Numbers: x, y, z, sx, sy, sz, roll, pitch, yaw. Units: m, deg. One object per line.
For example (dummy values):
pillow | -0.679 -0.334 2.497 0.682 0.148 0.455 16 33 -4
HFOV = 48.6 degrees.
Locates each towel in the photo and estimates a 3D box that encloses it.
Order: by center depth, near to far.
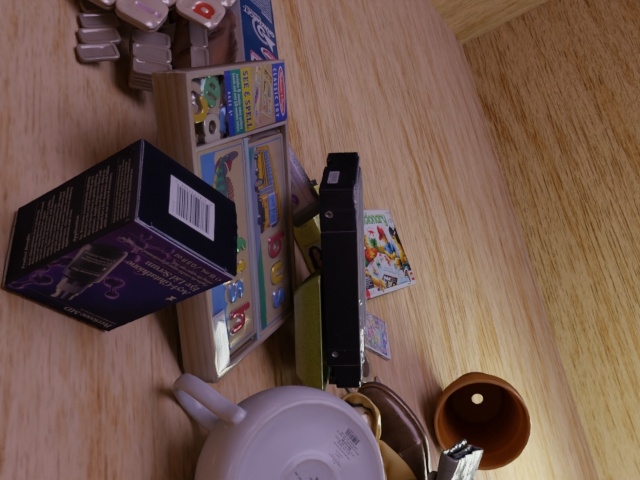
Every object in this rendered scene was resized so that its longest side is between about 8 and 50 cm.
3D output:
towel | 0.167 0.467 1.099 0.324 0.056 0.312 -70 157 -6

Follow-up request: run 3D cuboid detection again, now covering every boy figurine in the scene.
boy figurine | 0.066 0.368 1.077 0.092 0.177 0.285 81 9 -55

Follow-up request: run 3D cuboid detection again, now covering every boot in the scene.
boot | 0.129 0.402 1.252 0.115 0.112 0.305 -23 92 -54

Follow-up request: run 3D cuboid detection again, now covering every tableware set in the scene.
tableware set | 0.103 0.280 1.364 0.194 0.039 0.128 60 27 -13

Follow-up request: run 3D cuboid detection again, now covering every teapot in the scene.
teapot | -0.060 0.298 0.891 0.253 0.187 0.256 7 78 -30

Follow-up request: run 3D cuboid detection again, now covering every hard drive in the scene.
hard drive | 0.042 0.042 1.185 0.237 0.064 0.338 -77 166 -70

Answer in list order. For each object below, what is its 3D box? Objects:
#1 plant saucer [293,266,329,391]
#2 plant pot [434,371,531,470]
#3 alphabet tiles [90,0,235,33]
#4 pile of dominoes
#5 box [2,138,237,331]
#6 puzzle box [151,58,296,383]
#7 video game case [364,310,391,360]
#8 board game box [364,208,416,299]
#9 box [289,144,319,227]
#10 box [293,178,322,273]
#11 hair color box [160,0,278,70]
plant saucer | -0.013 0.141 1.158 0.188 0.045 0.188 -40 128 -84
plant pot | 0.361 0.387 1.614 0.205 0.205 0.188 65 10 -3
alphabet tiles | -0.255 -0.441 1.103 0.278 0.021 0.284 27 56 -4
pile of dominoes | -0.277 -0.342 1.102 0.196 0.040 0.251 6 58 -24
box | -0.219 0.003 0.789 0.153 0.207 0.108 35 40 -45
puzzle box | -0.117 -0.041 0.998 0.272 0.052 0.408 -38 128 -62
video game case | 0.109 0.193 1.478 0.122 0.011 0.087 35 39 -47
board game box | 0.108 0.029 1.564 0.305 0.053 0.193 -8 75 -63
box | -0.099 -0.174 1.239 0.324 0.067 0.063 62 12 18
box | 0.000 0.000 1.378 0.232 0.058 0.087 65 26 -3
hair color box | -0.175 -0.358 1.206 0.105 0.174 0.347 32 42 -51
